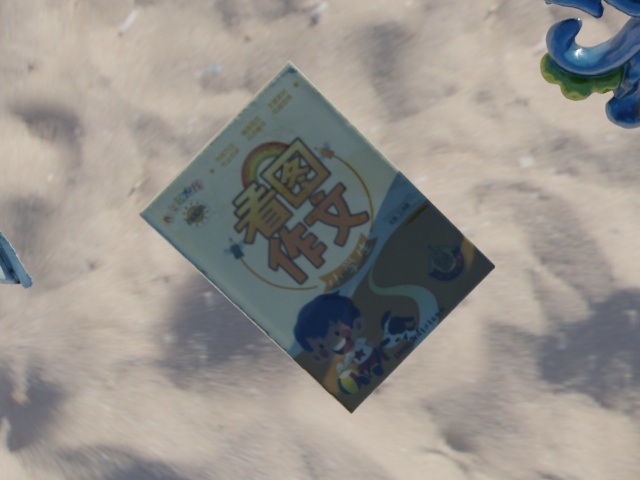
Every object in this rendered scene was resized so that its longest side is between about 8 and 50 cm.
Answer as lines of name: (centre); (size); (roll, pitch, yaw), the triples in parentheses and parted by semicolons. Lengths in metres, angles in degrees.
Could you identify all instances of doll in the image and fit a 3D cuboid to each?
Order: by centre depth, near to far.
doll: (0.355, -0.216, 1.740); (0.346, 0.341, 0.099); (23, 42, -6)

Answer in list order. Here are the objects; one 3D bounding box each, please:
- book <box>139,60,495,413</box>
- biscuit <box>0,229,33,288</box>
book: (0.000, 0.000, 1.852); (0.295, 0.020, 0.208); (44, 92, -15)
biscuit: (-0.451, 0.022, 1.885); (0.309, 0.079, 0.186); (-22, 108, 11)
